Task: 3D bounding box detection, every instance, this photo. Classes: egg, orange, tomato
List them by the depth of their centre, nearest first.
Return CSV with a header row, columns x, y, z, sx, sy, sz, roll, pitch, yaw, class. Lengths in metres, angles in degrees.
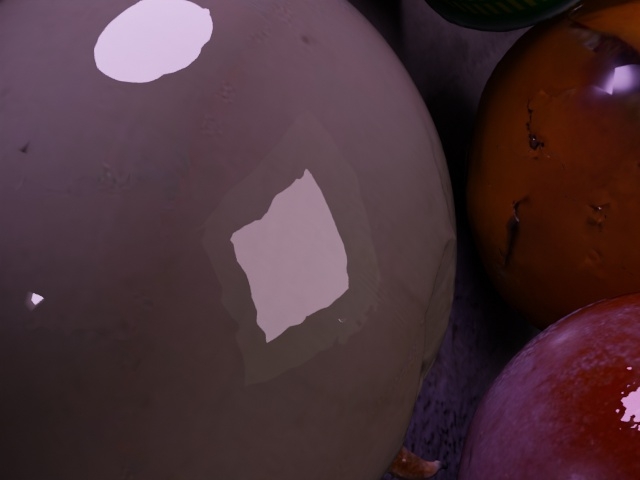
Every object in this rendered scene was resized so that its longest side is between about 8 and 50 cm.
x,y,z,sx,sy,sz,roll,pitch,yaw,class
-0.060,0.012,0.667,0.219,0.219,0.269,53,50,-35,egg
0.185,0.166,1.041,0.270,0.227,0.270,-14,90,-77,tomato
0.207,-0.044,1.197,0.246,0.246,0.246,40,41,-48,orange

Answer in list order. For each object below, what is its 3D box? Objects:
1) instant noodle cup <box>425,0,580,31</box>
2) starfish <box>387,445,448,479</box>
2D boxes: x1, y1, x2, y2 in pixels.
x,y,z,sx,sy,sz,roll,pitch,yaw,class
0.061,-0.258,1.113,0.233,0.207,0.207,20,57,-48,instant noodle cup
0.006,0.098,0.943,0.138,0.050,0.247,-66,140,-54,starfish
